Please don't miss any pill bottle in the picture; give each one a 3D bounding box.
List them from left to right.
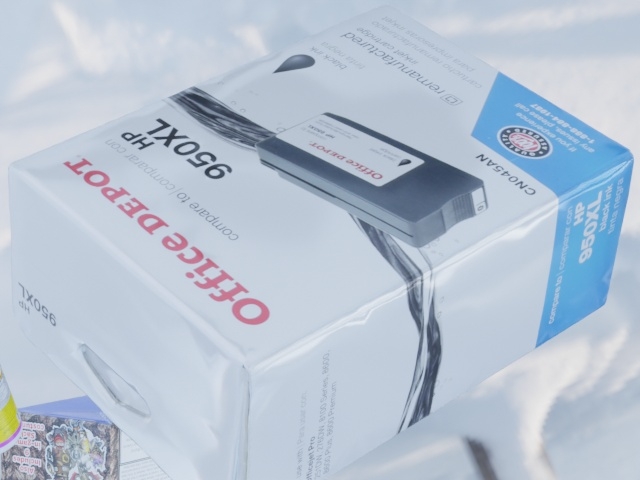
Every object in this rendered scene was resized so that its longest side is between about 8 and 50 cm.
[{"bbox_3d":[-0.227,0.100,1.085,0.043,0.043,0.083,-19,128,-9],"label":"pill bottle"}]

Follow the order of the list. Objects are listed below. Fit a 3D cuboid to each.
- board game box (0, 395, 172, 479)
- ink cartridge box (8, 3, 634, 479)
[{"bbox_3d":[-0.199,0.309,1.686,0.141,0.291,0.232,3,-177,32],"label":"board game box"},{"bbox_3d":[0.000,0.000,1.268,0.395,0.285,0.166,-28,139,-33],"label":"ink cartridge box"}]
